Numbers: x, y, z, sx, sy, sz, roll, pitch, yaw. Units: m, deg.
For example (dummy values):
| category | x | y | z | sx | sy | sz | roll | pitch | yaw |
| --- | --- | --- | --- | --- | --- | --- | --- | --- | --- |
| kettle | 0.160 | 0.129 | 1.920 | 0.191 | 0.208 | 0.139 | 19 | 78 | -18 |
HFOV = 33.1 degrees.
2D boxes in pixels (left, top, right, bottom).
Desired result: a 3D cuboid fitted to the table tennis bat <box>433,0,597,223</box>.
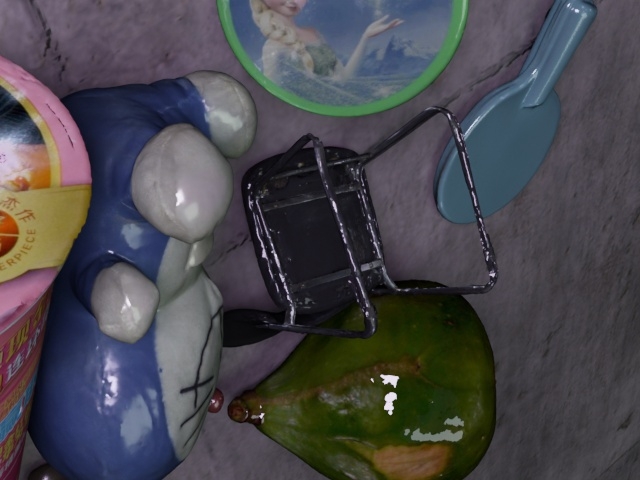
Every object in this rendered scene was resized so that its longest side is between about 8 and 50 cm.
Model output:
| category | x | y | z | sx | sy | sz | roll | pitch | yaw |
| --- | --- | --- | --- | --- | --- | --- | --- | --- | --- |
| table tennis bat | 0.179 | -0.116 | 0.981 | 0.149 | 0.038 | 0.237 | -4 | 129 | -44 |

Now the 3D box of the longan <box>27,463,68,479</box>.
| category | x | y | z | sx | sy | sz | roll | pitch | yaw |
| --- | --- | --- | --- | --- | --- | --- | --- | --- | --- |
| longan | -0.183 | 0.222 | 0.844 | 0.106 | 0.106 | 0.119 | -33 | 100 | -22 |

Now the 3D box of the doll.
| category | x | y | z | sx | sy | sz | roll | pitch | yaw |
| --- | --- | --- | --- | --- | --- | --- | --- | --- | --- |
| doll | -0.115 | 0.033 | 0.662 | 0.154 | 0.228 | 0.259 | 0 | 115 | -1 |

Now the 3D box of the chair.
| category | x | y | z | sx | sy | sz | roll | pitch | yaw |
| --- | --- | --- | --- | --- | --- | --- | --- | --- | --- |
| chair | 0.000 | 0.000 | 0.835 | 0.140 | 0.221 | 0.145 | -15 | 90 | -38 |

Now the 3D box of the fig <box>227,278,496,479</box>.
| category | x | y | z | sx | sy | sz | roll | pitch | yaw |
| --- | --- | --- | --- | --- | --- | --- | --- | --- | --- |
| fig | 0.040 | 0.132 | 0.959 | 0.244 | 0.195 | 0.195 | -1 | 130 | -4 |

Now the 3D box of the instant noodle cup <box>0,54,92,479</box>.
| category | x | y | z | sx | sy | sz | roll | pitch | yaw |
| --- | --- | --- | --- | --- | --- | --- | --- | --- | --- |
| instant noodle cup | -0.236 | 0.058 | 0.540 | 0.244 | 0.244 | 0.255 | -24 | 145 | -33 |

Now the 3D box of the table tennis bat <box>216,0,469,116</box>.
| category | x | y | z | sx | sy | sz | roll | pitch | yaw |
| --- | --- | --- | --- | --- | --- | --- | --- | --- | --- |
| table tennis bat | 0.005 | -0.193 | 0.659 | 0.160 | 0.039 | 0.257 | -5 | 120 | 10 |
